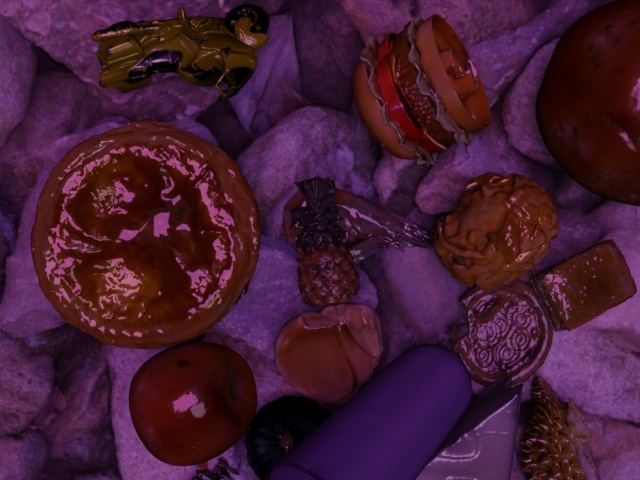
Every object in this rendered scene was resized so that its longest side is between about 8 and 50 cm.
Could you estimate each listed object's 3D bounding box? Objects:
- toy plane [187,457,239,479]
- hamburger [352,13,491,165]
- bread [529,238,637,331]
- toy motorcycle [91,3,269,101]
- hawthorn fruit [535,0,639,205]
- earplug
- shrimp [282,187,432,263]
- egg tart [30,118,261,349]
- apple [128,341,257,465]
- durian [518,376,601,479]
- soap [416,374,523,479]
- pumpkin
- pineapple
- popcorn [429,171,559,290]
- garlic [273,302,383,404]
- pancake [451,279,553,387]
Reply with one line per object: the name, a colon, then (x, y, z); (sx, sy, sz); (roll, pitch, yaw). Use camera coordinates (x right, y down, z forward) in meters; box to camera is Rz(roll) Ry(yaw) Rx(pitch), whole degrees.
toy plane: (-0.190, 0.522, 1.907); (0.189, 0.061, 0.130); (36, 61, -6)
hamburger: (0.178, -0.276, 1.784); (0.212, 0.274, 0.274); (-23, 93, 25)
bread: (0.531, 0.088, 1.883); (0.196, 0.102, 0.138); (-23, 92, -9)
toy motorcycle: (-0.263, -0.357, 1.830); (0.342, 0.142, 0.206); (-7, 55, -1)
hawthorn fruit: (0.614, -0.254, 1.742); (0.402, 0.403, 0.403); (0, 92, -2)
earplug: (0.124, 0.363, 1.771); (0.456, 0.215, 0.215); (-39, 94, -38)
shrimp: (0.074, -0.008, 1.897); (0.316, 0.062, 0.164); (16, 99, 1)
egg tart: (-0.331, -0.012, 1.823); (0.443, 0.178, 0.443); (0, 91, -4)
apple: (-0.239, 0.303, 1.799); (0.253, 0.253, 0.254); (0, 92, -2)
durian: (0.492, 0.425, 1.887); (0.166, 0.172, 0.306); (-24, 85, -25)
soap: (0.246, 0.402, 1.861); (0.257, 0.159, 0.302); (7, 96, 0)
pumpkin: (-0.055, 0.400, 1.862); (0.194, 0.150, 0.194); (0, 93, 0)
pineapple: (0.001, 0.000, 1.821); (0.128, 0.128, 0.248); (-11, 97, -1)
popcorn: (0.343, -0.024, 1.822); (0.250, 0.250, 0.190); (-38, 110, 0)
garlic: (0.017, 0.220, 1.870); (0.217, 0.110, 0.228); (-8, 120, 2)
pancake: (0.373, 0.189, 1.928); (0.212, 0.029, 0.235); (1, 94, -3)
